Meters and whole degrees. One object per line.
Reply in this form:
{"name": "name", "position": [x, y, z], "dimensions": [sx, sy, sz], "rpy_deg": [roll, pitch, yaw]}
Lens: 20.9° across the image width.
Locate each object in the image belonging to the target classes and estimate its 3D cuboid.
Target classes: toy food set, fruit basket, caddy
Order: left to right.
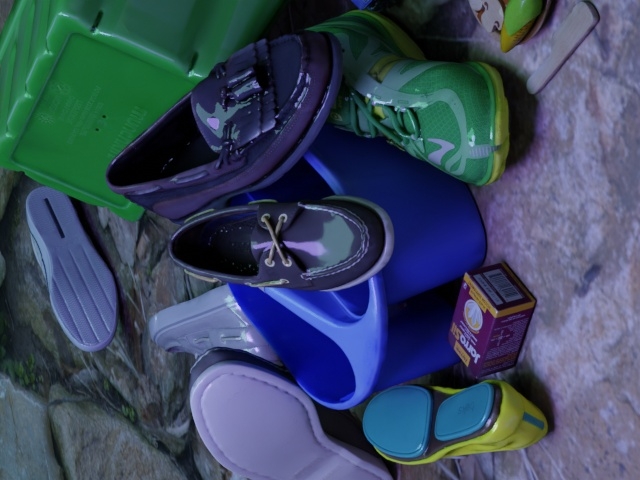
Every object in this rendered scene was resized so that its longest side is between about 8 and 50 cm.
{"name": "fruit basket", "position": [-0.186, -0.261, 1.746], "dimensions": [0.392, 0.283, 0.392], "rpy_deg": [-61, 13, 25]}
{"name": "caddy", "position": [0.000, 0.000, 1.617], "dimensions": [0.341, 0.179, 0.241], "rpy_deg": [48, 142, 43]}
{"name": "toy food set", "position": [0.143, -0.219, 1.394], "dimensions": [0.192, 0.038, 0.132], "rpy_deg": [66, 151, 21]}

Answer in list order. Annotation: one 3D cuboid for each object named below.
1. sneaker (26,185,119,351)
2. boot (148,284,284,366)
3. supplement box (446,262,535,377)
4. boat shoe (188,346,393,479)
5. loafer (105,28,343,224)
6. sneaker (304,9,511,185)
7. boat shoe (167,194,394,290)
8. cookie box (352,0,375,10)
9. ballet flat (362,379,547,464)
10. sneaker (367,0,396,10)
{"name": "sneaker", "position": [-0.340, 0.046, 2.418], "dimensions": [0.091, 0.094, 0.258], "rpy_deg": [91, 161, -64]}
{"name": "boot", "position": [-0.122, 0.130, 1.999], "dimensions": [0.258, 0.095, 0.123], "rpy_deg": [-28, 70, 61]}
{"name": "supplement box", "position": [0.147, 0.069, 1.511], "dimensions": [0.055, 0.043, 0.083], "rpy_deg": [52, 145, 38]}
{"name": "boat shoe", "position": [-0.038, 0.180, 1.711], "dimensions": [0.305, 0.109, 0.091], "rpy_deg": [42, -165, -45]}
{"name": "loafer", "position": [-0.091, -0.095, 1.528], "dimensions": [0.302, 0.095, 0.109], "rpy_deg": [-37, 49, 50]}
{"name": "sneaker", "position": [0.061, -0.117, 1.505], "dimensions": [0.295, 0.123, 0.109], "rpy_deg": [35, 131, 52]}
{"name": "boat shoe", "position": [-0.037, 0.005, 1.481], "dimensions": [0.227, 0.068, 0.081], "rpy_deg": [-6, 86, 45]}
{"name": "cookie box", "position": [0.033, -0.271, 1.506], "dimensions": [0.107, 0.040, 0.092], "rpy_deg": [47, 125, 1]}
{"name": "ballet flat", "position": [0.123, 0.169, 1.567], "dimensions": [0.231, 0.077, 0.077], "rpy_deg": [-17, 57, 60]}
{"name": "sneaker", "position": [0.033, -0.275, 1.572], "dimensions": [0.058, 0.052, 0.135], "rpy_deg": [-160, 61, -64]}
